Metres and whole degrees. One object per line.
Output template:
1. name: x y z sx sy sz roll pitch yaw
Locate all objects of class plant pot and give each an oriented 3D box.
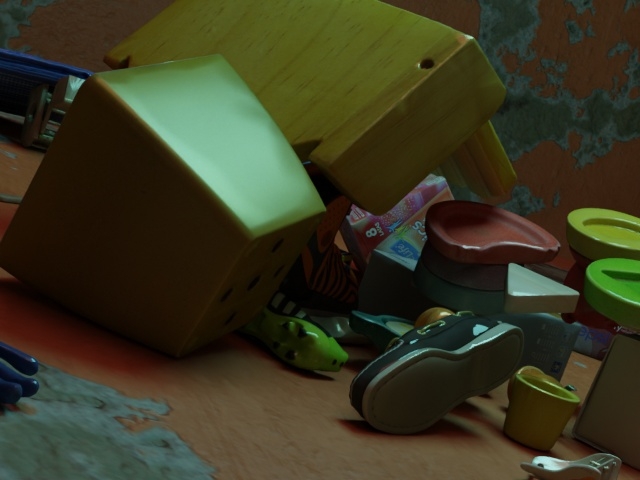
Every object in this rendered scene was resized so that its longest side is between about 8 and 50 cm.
1. plant pot: -0.126 -0.019 1.172 0.187 0.212 0.212 42 28 14

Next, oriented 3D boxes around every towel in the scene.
1. towel: -0.497 -0.258 2.156 0.243 0.040 0.336 13 -10 -14

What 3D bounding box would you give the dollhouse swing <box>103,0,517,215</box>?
1. dollhouse swing: 0.005 -0.115 1.459 0.347 0.315 0.305 28 -31 35

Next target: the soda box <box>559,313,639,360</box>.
1. soda box: 0.389 0.123 2.098 0.263 0.083 0.092 19 7 -7

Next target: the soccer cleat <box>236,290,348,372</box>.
1. soccer cleat: -0.042 0.084 1.312 0.072 0.060 0.179 27 7 -44

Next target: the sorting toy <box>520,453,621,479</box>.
1. sorting toy: 0.219 0.208 1.154 0.075 0.044 0.083 16 5 25

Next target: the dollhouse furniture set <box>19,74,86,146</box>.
1. dollhouse furniture set: -0.355 -0.177 2.055 0.182 0.101 0.161 16 -11 -32

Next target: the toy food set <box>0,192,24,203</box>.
1. toy food set: -0.287 -0.033 1.536 0.192 0.038 0.132 25 8 30

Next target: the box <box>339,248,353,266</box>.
1. box: -0.044 0.013 1.817 0.169 0.054 0.059 24 8 18

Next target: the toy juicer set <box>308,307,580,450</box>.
1. toy juicer set: 0.128 0.113 1.407 0.329 0.089 0.209 22 7 15

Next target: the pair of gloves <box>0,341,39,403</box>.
1. pair of gloves: -0.283 0.069 0.854 0.159 0.023 0.198 29 12 41

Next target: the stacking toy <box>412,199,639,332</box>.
1. stacking toy: 0.267 0.068 1.471 0.309 0.130 0.279 4 24 -14

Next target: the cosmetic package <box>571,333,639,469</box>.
1. cosmetic package: 0.420 0.189 1.495 0.153 0.129 0.296 25 9 26

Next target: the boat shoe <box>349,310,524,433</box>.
1. boat shoe: 0.099 0.119 1.211 0.069 0.081 0.228 23 24 38

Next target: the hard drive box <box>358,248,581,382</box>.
1. hard drive box: 0.189 0.100 1.679 0.232 0.089 0.181 14 9 -40

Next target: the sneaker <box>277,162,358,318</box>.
1. sneaker: 0.000 0.000 1.525 0.125 0.180 0.321 22 7 11

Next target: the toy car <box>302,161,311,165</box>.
1. toy car: -0.118 -0.129 1.731 0.219 0.210 0.238 15 -39 29

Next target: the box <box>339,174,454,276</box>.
1. box: 0.115 -0.017 1.915 0.300 0.154 0.142 -119 -176 -78
